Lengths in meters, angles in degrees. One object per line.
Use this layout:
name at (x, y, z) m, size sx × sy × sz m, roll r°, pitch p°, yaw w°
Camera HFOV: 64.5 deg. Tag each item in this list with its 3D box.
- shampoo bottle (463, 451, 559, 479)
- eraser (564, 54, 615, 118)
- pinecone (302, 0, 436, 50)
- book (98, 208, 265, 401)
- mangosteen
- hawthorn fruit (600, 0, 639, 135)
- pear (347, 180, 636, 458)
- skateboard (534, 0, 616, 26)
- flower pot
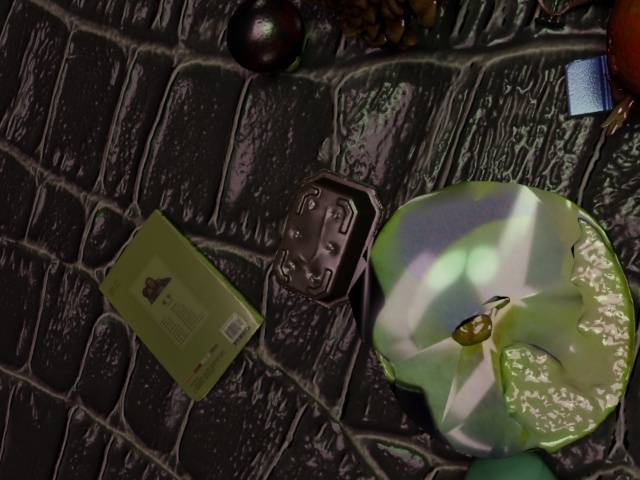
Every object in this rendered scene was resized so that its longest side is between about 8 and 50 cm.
shampoo bottle at (0.359, 0.475, 0.767) m, size 0.221 × 0.151 × 0.350 m, roll -41°, pitch 77°, yaw 20°
eraser at (0.414, -0.236, 0.783) m, size 0.063 × 0.027 × 0.085 m, roll -5°, pitch 90°, yaw 23°
pinecone at (0.112, -0.510, 0.753) m, size 0.383 × 0.384 × 0.385 m, roll 1°, pitch 92°, yaw 22°
book at (-0.301, 0.135, 1.079) m, size 0.352 × 0.035 × 0.239 m, roll 44°, pitch 105°, yaw 15°
mangosteen at (-0.095, -0.371, 0.931) m, size 0.152 × 0.152 × 0.153 m, roll 1°, pitch 92°, yaw 22°
hawthorn fruit at (0.486, -0.257, 0.643) m, size 0.307 × 0.276 × 0.276 m, roll -43°, pitch 77°, yaw 32°
pear at (0.259, 0.110, 0.784) m, size 0.398 × 0.165 × 0.400 m, roll 1°, pitch 93°, yaw 22°
skateboard at (0.399, -0.366, 0.774) m, size 0.151 × 0.067 × 0.080 m, roll 21°, pitch 110°, yaw 25°
flower pot at (0.000, 0.000, 0.927) m, size 0.178 × 0.084 × 0.251 m, roll 23°, pitch 100°, yaw 19°
